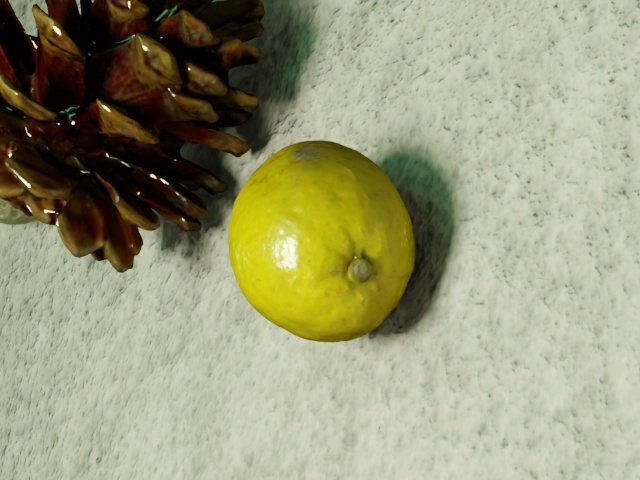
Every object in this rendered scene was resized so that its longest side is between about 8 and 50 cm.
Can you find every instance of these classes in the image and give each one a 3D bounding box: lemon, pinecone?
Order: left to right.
[{"bbox_3d":[-0.218,-0.181,1.957,0.384,0.384,0.384,-33,46,43],"label":"pinecone"},{"bbox_3d":[0.000,0.000,1.693,0.170,0.170,0.207,-61,25,12],"label":"lemon"}]

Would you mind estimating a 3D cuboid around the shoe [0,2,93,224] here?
[{"bbox_3d":[-0.327,-0.174,2.334,0.316,0.124,0.159,-47,38,21],"label":"shoe"}]
